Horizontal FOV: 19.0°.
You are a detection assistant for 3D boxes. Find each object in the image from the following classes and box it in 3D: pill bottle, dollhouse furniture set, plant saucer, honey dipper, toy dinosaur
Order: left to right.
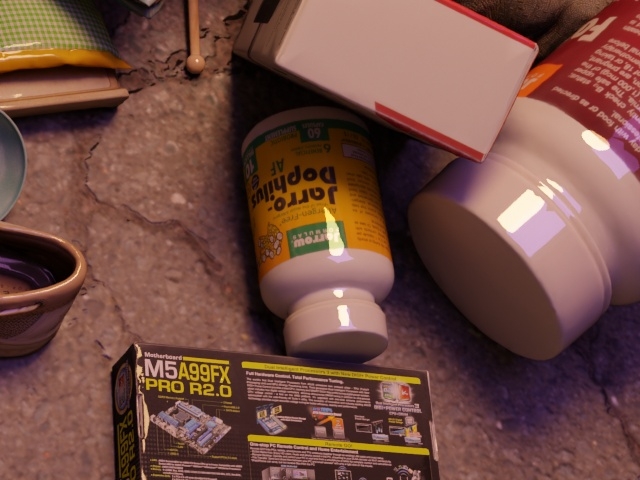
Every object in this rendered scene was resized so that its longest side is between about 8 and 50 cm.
[{"bbox_3d":[-0.298,-0.060,1.556,0.119,0.021,0.119,-9,110,-26],"label":"plant saucer"},{"bbox_3d":[-0.297,-0.207,1.589,0.301,0.151,0.198,-10,68,-31],"label":"dollhouse furniture set"},{"bbox_3d":[-0.120,-0.225,1.767,0.030,0.030,0.161,8,64,-23],"label":"honey dipper"},{"bbox_3d":[0.000,0.000,1.644,0.117,0.117,0.208,4,63,-25],"label":"pill bottle"},{"bbox_3d":[0.207,-0.217,1.841,0.313,0.160,0.121,26,55,-11],"label":"toy dinosaur"},{"bbox_3d":[0.279,-0.085,1.726,0.392,0.224,0.224,-40,85,-21],"label":"pill bottle"}]

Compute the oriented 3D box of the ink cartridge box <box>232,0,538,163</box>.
[{"bbox_3d":[0.047,-0.167,1.663,0.197,0.273,0.114,25,93,-12],"label":"ink cartridge box"}]

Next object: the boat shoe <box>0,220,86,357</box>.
[{"bbox_3d":[-0.351,0.011,1.467,0.341,0.110,0.122,6,61,-24],"label":"boat shoe"}]

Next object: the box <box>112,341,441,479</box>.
[{"bbox_3d":[-0.030,0.202,1.554,0.270,0.060,0.216,7,60,-24],"label":"box"}]

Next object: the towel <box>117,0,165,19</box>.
[{"bbox_3d":[-0.156,-0.411,1.615,0.271,0.040,0.370,33,93,11],"label":"towel"}]
